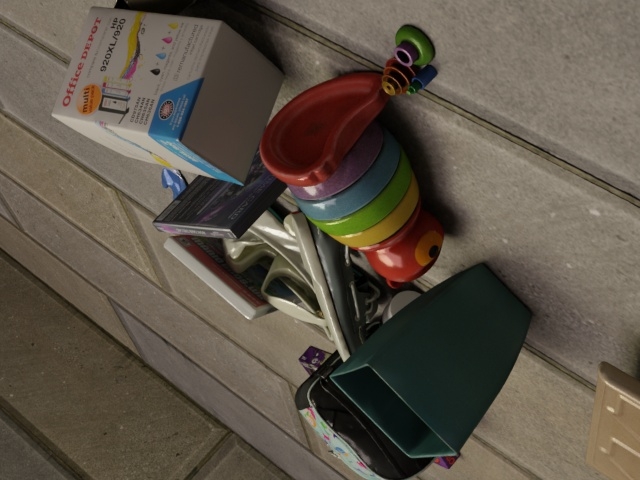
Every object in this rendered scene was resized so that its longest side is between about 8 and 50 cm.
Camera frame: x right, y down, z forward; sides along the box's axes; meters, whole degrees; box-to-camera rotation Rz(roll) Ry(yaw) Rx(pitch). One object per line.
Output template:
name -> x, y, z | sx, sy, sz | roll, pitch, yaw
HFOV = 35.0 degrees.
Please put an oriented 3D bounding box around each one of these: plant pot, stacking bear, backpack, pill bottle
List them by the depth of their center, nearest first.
stacking bear -> 0.064, -0.056, 1.320 | 0.164, 0.175, 0.289 | 13, 150, 49
plant pot -> 0.169, 0.156, 1.396 | 0.165, 0.234, 0.165 | 46, 159, -3
pill bottle -> 0.134, 0.136, 1.634 | 0.078, 0.078, 0.137 | 38, 157, 14
backpack -> 0.102, 0.298, 1.789 | 0.253, 0.225, 0.191 | 45, 160, 2

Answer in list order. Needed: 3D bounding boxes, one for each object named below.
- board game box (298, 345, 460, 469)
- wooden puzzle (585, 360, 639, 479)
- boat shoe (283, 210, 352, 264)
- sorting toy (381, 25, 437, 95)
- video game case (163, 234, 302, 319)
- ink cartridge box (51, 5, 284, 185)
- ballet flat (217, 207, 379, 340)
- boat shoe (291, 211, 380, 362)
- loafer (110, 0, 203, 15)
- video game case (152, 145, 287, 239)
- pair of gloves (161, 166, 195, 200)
board game box -> 0.115, 0.339, 2.088 | 0.347, 0.056, 0.208 | 13, 147, 52
wooden puzzle -> 0.500, 0.296, 1.296 | 0.322, 0.080, 0.348 | 32, 160, 29
boat shoe -> 0.000, 0.000, 1.674 | 0.137, 0.049, 0.043 | 38, -160, 7
sorting toy -> 0.096, -0.193, 1.150 | 0.061, 0.042, 0.102 | 39, 158, 12
video game case -> -0.147, 0.056, 1.846 | 0.204, 0.025, 0.285 | 39, -168, 11
ink cartridge box -> -0.207, -0.199, 1.378 | 0.233, 0.171, 0.168 | 14, 171, 32
ballet flat -> -0.082, 0.030, 1.753 | 0.400, 0.139, 0.139 | 36, 157, 19
boat shoe -> 0.047, 0.089, 1.592 | 0.116, 0.099, 0.319 | -123, 13, -67
loafer -> -0.217, -0.335, 1.379 | 0.094, 0.087, 0.251 | 50, 158, -14
video game case -> -0.132, -0.081, 1.544 | 0.026, 0.196, 0.274 | 52, 157, -25
pair of gloves -> -0.247, -0.086, 1.976 | 0.198, 0.023, 0.159 | 33, 156, 27
